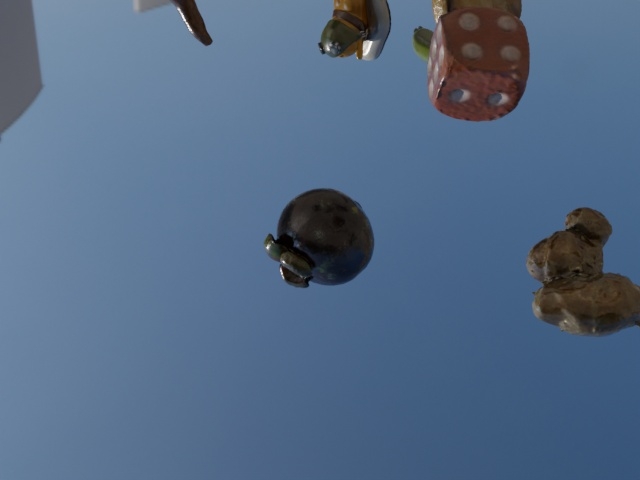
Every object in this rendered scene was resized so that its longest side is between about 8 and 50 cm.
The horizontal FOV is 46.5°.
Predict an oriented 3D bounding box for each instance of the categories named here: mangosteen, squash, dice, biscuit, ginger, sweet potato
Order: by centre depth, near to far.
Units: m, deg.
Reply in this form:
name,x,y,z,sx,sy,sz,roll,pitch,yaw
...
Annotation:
name,x,y,z,sx,sy,sz,roll,pitch,yaw
dice,0.317,-0.358,1.525,0.179,0.175,0.173,3,-115,-8
sweet potato,-0.300,-0.517,1.527,0.057,0.264,0.057,-28,-149,18
ginger,0.576,0.072,1.660,0.245,0.155,0.303,-14,-116,7
biscuit,0.387,-0.603,1.868,0.296,0.296,0.102,-21,-160,-35
mangosteen,0.000,0.000,1.977,0.288,0.287,0.288,4,-147,-3
squash,0.338,-0.600,2.310,0.095,0.094,0.341,-3,-150,-13

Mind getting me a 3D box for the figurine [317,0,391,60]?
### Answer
name,x,y,z,sx,sy,sz,roll,pitch,yaw
figurine,0.053,-0.513,1.689,0.141,0.249,0.167,-25,-150,-26
